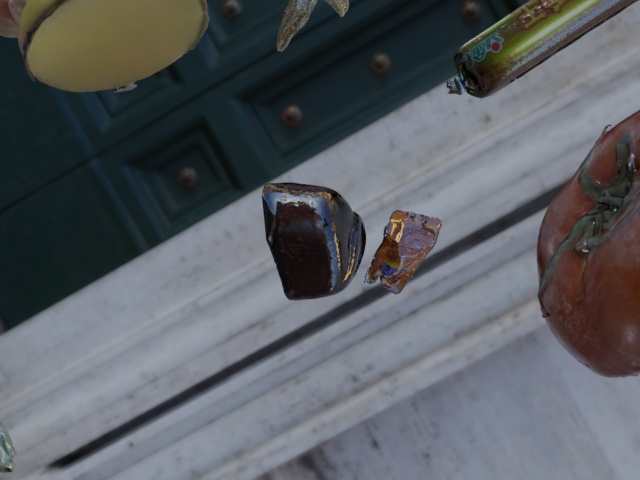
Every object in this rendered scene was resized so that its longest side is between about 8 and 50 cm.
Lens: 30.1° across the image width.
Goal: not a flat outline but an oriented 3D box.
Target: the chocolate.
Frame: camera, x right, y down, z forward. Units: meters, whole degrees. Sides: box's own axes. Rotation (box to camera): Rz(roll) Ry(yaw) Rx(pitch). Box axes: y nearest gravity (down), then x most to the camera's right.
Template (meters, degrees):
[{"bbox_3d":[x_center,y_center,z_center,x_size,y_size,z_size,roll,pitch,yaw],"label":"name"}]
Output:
[{"bbox_3d":[0.000,0.000,1.271,0.148,0.080,0.125,52,36,-54],"label":"chocolate"}]

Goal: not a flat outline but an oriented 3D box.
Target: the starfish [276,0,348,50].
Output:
[{"bbox_3d":[-0.016,-0.406,1.750,0.062,0.236,0.277,37,-46,44],"label":"starfish"}]

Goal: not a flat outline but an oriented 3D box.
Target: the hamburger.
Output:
[{"bbox_3d":[-0.323,-0.338,1.655,0.186,0.303,0.261,63,11,23],"label":"hamburger"}]

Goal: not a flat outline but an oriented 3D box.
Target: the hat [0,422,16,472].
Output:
[{"bbox_3d":[-0.528,0.311,1.752,0.166,0.122,0.081,-14,56,-43],"label":"hat"}]

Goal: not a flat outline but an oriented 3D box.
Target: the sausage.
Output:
[{"bbox_3d":[0.303,-0.279,1.386,0.082,0.371,0.082,56,6,-9],"label":"sausage"}]

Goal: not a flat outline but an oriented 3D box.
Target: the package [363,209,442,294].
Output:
[{"bbox_3d":[0.098,0.015,1.460,0.077,0.110,0.033,23,22,-16],"label":"package"}]

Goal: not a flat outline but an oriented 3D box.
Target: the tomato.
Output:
[{"bbox_3d":[0.242,-0.018,0.859,0.095,0.237,0.237,37,16,-17],"label":"tomato"}]
